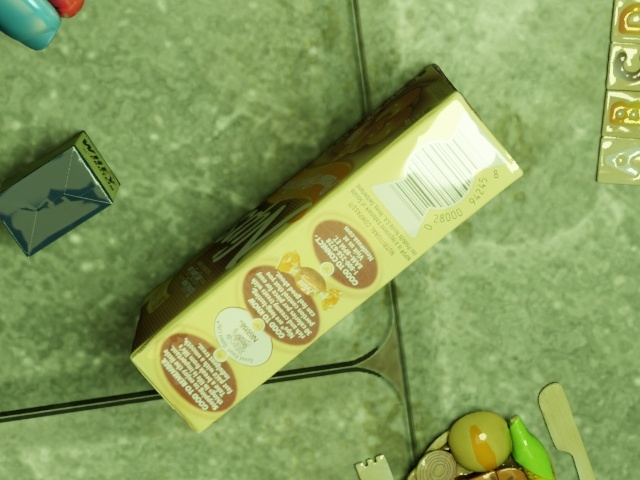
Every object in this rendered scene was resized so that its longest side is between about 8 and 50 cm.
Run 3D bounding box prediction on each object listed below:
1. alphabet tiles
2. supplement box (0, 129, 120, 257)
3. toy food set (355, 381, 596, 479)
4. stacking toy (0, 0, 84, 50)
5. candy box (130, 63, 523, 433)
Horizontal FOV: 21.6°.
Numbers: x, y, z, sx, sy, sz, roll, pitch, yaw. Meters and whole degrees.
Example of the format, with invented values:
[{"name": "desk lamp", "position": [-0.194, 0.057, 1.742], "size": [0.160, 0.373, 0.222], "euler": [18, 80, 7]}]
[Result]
[{"name": "alphabet tiles", "position": [0.337, -0.159, 1.389], "size": [0.198, 0.009, 0.237], "euler": [3, 103, -3]}, {"name": "supplement box", "position": [-0.213, -0.038, 1.352], "size": [0.083, 0.083, 0.056], "euler": [-32, 102, 5]}, {"name": "toy food set", "position": [0.141, 0.212, 1.446], "size": [0.192, 0.038, 0.132], "euler": [-23, 103, 3]}, {"name": "stacking toy", "position": [-0.181, -0.306, 1.278], "size": [0.166, 0.175, 0.302], "euler": [41, 84, -16]}, {"name": "candy box", "position": [0.000, 0.000, 1.319], "size": [0.316, 0.183, 0.087], "euler": [-38, 101, 6]}]
